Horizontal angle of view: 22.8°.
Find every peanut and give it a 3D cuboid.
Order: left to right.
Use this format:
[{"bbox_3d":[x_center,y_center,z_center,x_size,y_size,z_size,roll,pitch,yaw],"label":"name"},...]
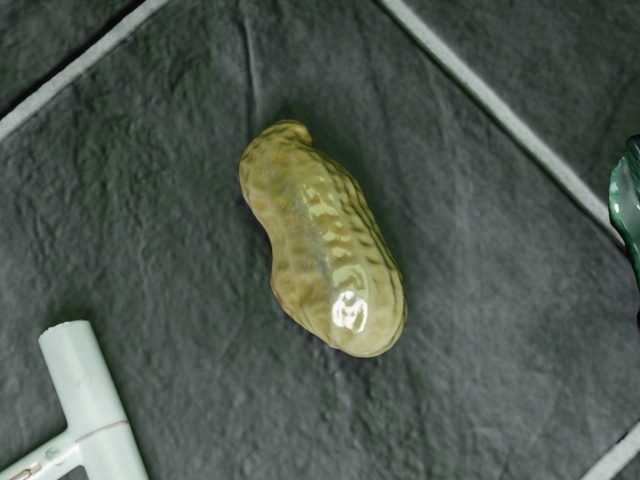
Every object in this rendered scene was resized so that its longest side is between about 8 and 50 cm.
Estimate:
[{"bbox_3d":[0.000,0.000,1.169,0.083,0.093,0.194,-10,63,-42],"label":"peanut"}]

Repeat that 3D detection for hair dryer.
[{"bbox_3d":[-0.225,0.158,1.136,0.183,0.044,0.155,-20,76,-6],"label":"hair dryer"}]

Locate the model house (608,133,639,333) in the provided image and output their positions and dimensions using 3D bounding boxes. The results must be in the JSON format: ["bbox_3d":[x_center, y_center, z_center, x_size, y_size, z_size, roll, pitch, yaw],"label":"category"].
[{"bbox_3d":[0.376,0.012,1.148,0.291,0.184,0.253,-16,73,-12],"label":"model house"}]
